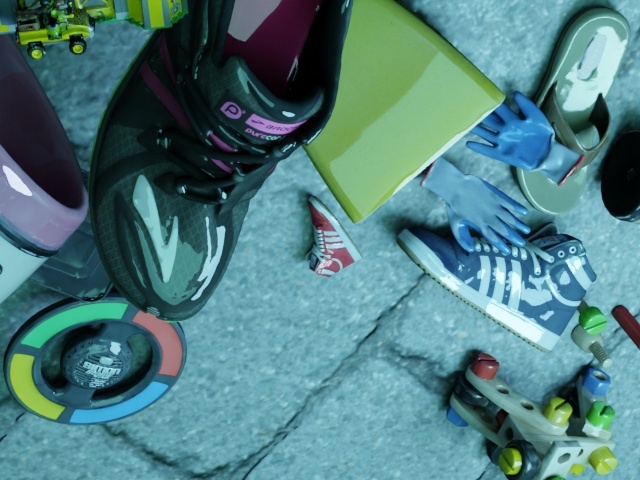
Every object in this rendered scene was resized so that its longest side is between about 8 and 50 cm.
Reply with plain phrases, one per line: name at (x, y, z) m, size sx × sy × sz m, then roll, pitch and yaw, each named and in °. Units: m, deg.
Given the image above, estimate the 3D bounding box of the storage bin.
storage bin at (-0.312, -0.021, 1.352) m, size 0.180 × 0.084 × 0.122 m, roll 24°, pitch 111°, yaw -28°

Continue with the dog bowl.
dog bowl at (-0.367, -0.128, 1.078) m, size 0.150 × 0.408 × 0.408 m, roll -29°, pitch 123°, yaw 2°

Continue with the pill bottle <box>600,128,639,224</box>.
pill bottle at (0.493, -0.067, 1.538) m, size 0.219 × 0.123 × 0.123 m, roll 11°, pitch 116°, yaw -22°

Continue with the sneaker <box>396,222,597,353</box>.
sneaker at (0.241, 0.021, 1.534) m, size 0.282 × 0.099 × 0.153 m, roll 33°, pitch 99°, yaw -24°

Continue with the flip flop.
flip flop at (0.324, -0.154, 1.462) m, size 0.112 × 0.080 × 0.277 m, roll 7°, pitch 117°, yaw -20°

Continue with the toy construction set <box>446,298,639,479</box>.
toy construction set at (0.354, 0.252, 1.617) m, size 0.257 × 0.237 × 0.309 m, roll 36°, pitch 104°, yaw -30°

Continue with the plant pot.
plant pot at (0.047, -0.182, 1.303) m, size 0.212 × 0.212 × 0.187 m, roll -40°, pitch 109°, yaw 9°

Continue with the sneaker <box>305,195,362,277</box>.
sneaker at (0.000, 0.000, 1.480) m, size 0.067 × 0.042 × 0.118 m, roll -35°, pitch 125°, yaw 2°

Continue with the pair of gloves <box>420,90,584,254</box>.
pair of gloves at (0.220, -0.082, 1.450) m, size 0.159 × 0.023 × 0.198 m, roll 38°, pitch 100°, yaw 14°

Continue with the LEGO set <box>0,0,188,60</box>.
LEGO set at (-0.241, -0.341, 1.045) m, size 0.255 × 0.331 × 0.192 m, roll -2°, pitch 138°, yaw -3°

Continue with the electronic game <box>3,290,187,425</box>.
electronic game at (-0.281, 0.152, 1.465) m, size 0.229 × 0.048 × 0.229 m, roll -10°, pitch 132°, yaw -11°

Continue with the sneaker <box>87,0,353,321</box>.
sneaker at (-0.099, -0.128, 1.116) m, size 0.185 × 0.202 × 0.483 m, roll 13°, pitch 111°, yaw -20°
